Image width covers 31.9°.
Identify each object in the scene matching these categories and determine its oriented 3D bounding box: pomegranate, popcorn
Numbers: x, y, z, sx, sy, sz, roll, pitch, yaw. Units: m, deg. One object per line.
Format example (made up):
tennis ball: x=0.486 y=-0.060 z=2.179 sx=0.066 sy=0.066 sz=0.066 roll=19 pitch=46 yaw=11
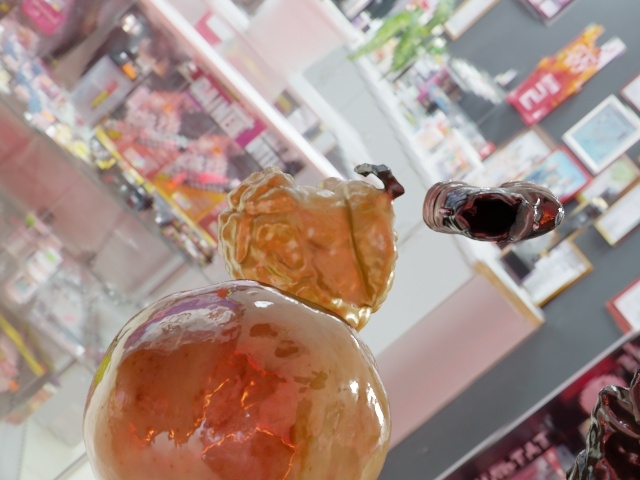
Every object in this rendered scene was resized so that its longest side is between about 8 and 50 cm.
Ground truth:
pomegranate: x=-0.118 y=0.251 z=1.471 sx=0.411 sy=0.411 sz=0.411 roll=46 pitch=12 yaw=-13
popcorn: x=0.000 y=0.000 z=1.976 sx=0.349 sy=0.381 sz=0.349 roll=38 pitch=26 yaw=-23

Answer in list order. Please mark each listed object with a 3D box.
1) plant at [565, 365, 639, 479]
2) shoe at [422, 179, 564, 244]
plant: x=0.343 y=0.252 z=1.082 sx=0.199 sy=0.276 sz=0.188 roll=19 pitch=27 yaw=-6
shoe: x=0.202 y=-0.026 z=1.215 sx=0.169 sy=0.071 sz=0.099 roll=3 pitch=11 yaw=-21
